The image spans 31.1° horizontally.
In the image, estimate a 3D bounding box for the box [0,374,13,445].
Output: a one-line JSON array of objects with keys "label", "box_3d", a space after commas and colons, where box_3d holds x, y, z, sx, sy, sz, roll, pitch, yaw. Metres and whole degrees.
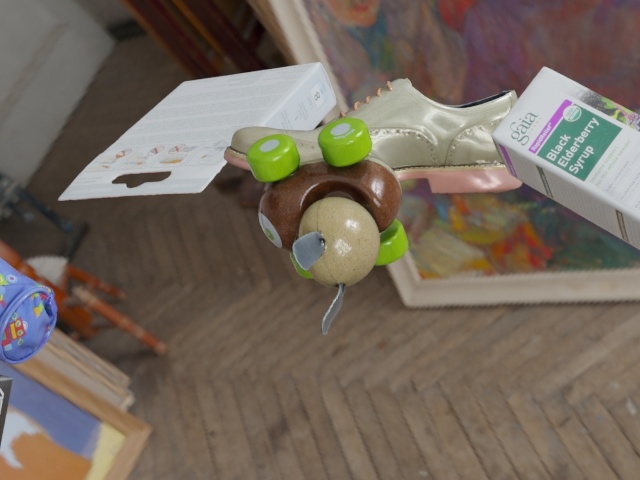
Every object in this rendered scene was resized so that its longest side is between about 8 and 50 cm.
[{"label": "box", "box_3d": [-0.511, 0.240, 1.344, 0.270, 0.060, 0.216, 10, 90, 10]}]

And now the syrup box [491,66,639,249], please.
[{"label": "syrup box", "box_3d": [0.295, -0.068, 1.140, 0.237, 0.096, 0.093, 35, 84, 28]}]

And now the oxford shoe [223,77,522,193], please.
[{"label": "oxford shoe", "box_3d": [0.071, -0.144, 1.529, 0.397, 0.146, 0.140, 1, 12, -3]}]

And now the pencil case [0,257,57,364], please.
[{"label": "pencil case", "box_3d": [-0.508, 0.050, 1.631, 0.306, 0.119, 0.133, 31, 61, 22]}]

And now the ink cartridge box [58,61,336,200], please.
[{"label": "ink cartridge box", "box_3d": [-0.193, -0.149, 1.868, 0.308, 0.091, 0.385, -1, 36, 35]}]

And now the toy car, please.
[{"label": "toy car", "box_3d": [0.000, 0.000, 1.117, 0.149, 0.155, 0.188, -11, 34, 18]}]
